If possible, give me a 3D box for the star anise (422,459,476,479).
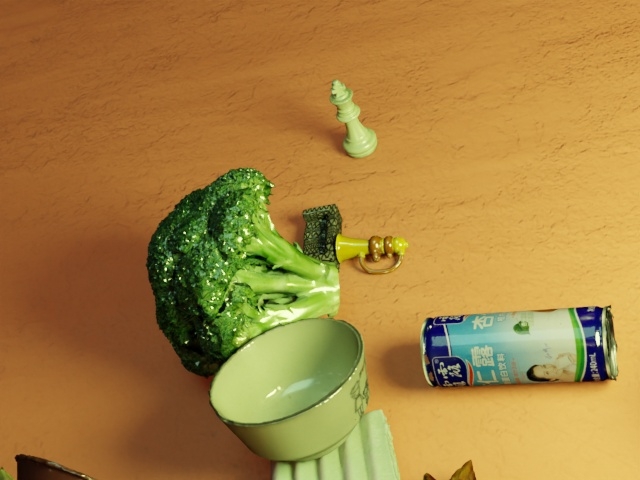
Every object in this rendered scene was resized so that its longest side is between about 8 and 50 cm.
[{"bbox_3d":[0.155,0.331,1.211,0.167,0.057,0.168,-13,44,13],"label":"star anise"}]

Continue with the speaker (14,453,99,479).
[{"bbox_3d":[-0.311,0.460,1.291,0.259,0.198,0.330,19,67,-8],"label":"speaker"}]

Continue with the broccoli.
[{"bbox_3d":[-0.115,0.047,1.497,0.275,0.308,0.308,6,41,-16],"label":"broccoli"}]

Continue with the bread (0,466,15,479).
[{"bbox_3d":[-0.457,0.395,1.431,0.139,0.084,0.074,-39,45,-12],"label":"bread"}]

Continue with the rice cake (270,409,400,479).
[{"bbox_3d":[0.017,0.300,1.292,0.189,0.037,0.198,-16,31,14],"label":"rice cake"}]

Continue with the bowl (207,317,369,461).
[{"bbox_3d":[-0.025,0.202,1.330,0.211,0.112,0.211,-19,26,10],"label":"bowl"}]

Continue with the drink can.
[{"bbox_3d":[0.252,0.136,1.326,0.235,0.097,0.097,-5,47,22],"label":"drink can"}]

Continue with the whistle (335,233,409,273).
[{"bbox_3d":[0.076,0.016,1.568,0.109,0.046,0.057,1,34,19],"label":"whistle"}]

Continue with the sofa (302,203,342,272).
[{"bbox_3d":[0.000,0.000,1.622,0.060,0.039,0.118,-12,45,17],"label":"sofa"}]

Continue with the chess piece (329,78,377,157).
[{"bbox_3d":[0.048,-0.206,1.717,0.059,0.149,0.059,-12,45,12],"label":"chess piece"}]
